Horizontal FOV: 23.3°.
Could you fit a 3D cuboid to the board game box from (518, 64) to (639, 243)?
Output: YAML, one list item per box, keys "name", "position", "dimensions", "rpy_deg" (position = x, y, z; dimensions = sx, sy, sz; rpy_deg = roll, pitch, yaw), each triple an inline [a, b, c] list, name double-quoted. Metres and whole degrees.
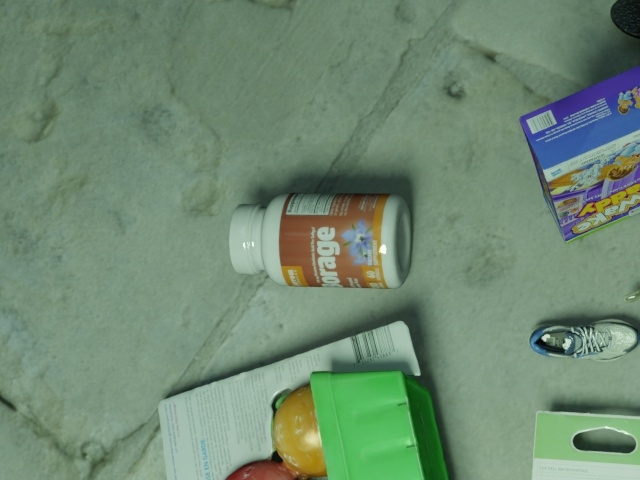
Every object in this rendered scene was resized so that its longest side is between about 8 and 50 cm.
- name: "board game box"
  position: [0.424, -0.136, 1.837]
  dimensions: [0.347, 0.233, 0.078]
  rpy_deg: [-24, 65, 6]

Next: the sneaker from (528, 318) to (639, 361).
- name: "sneaker"
  position: [0.314, 0.123, 1.862]
  dimensions: [0.135, 0.058, 0.052]
  rpy_deg: [-5, 90, 16]

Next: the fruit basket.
- name: "fruit basket"
  position: [-0.018, 0.299, 1.864]
  dimensions: [0.353, 0.165, 0.327]
  rpy_deg: [-23, 65, 23]

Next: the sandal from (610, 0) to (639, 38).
- name: "sandal"
  position: [0.462, -0.288, 1.996]
  dimensions: [0.179, 0.040, 0.067]
  rpy_deg: [-5, 74, -2]

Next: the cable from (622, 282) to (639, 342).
- name: "cable"
  position: [0.495, 0.033, 1.833]
  dimensions: [0.287, 0.072, 0.139]
  rpy_deg: [-29, 84, 6]

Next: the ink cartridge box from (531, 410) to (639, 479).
- name: "ink cartridge box"
  position: [0.325, 0.322, 1.793]
  dimensions: [0.171, 0.056, 0.235]
  rpy_deg: [2, 68, 15]

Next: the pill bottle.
- name: "pill bottle"
  position: [0.000, 0.000, 1.964]
  dimensions: [0.216, 0.121, 0.121]
  rpy_deg: [0, 70, 16]
